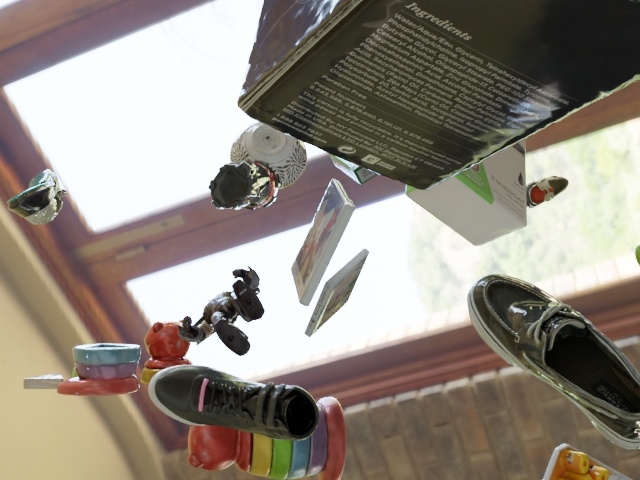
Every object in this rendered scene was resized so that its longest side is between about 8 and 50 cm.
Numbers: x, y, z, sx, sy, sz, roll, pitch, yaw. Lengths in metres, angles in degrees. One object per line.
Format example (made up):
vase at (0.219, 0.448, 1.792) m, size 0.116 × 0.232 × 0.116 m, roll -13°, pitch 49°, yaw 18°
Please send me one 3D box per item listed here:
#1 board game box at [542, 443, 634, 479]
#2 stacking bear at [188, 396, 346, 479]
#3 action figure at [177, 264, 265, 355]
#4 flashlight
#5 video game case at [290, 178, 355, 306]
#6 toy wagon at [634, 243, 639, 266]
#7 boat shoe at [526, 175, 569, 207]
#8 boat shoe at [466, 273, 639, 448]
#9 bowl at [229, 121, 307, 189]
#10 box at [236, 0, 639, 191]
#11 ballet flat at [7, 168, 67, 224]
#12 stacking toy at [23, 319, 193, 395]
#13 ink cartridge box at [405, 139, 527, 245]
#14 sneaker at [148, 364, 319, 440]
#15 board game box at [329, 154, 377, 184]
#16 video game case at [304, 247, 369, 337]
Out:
board game box at (0.428, 0.550, 1.333) m, size 0.390 × 0.050 × 0.390 m, roll 30°, pitch -104°, yaw -23°
stacking bear at (-0.109, 0.380, 1.744) m, size 0.164 × 0.289 × 0.175 m, roll 113°, pitch 154°, yaw -58°
action figure at (-0.174, 0.127, 1.689) m, size 0.099 × 0.185 × 0.285 m, roll 41°, pitch 170°, yaw -13°
flashlight at (-0.147, -0.101, 1.745) m, size 0.304 × 0.103 × 0.103 m, roll -44°, pitch -54°, yaw -80°
video game case at (0.000, 0.000, 1.682) m, size 0.023 × 0.201 × 0.183 m, roll 22°, pitch -166°, yaw -14°
toy wagon at (0.614, -0.007, 1.388) m, size 0.344 × 0.267 × 0.068 m, roll 61°, pitch 174°, yaw 25°
boat shoe at (0.441, -0.098, 1.797) m, size 0.137 × 0.043 × 0.049 m, roll -22°, pitch -81°, yaw -47°
boat shoe at (0.335, 0.139, 1.258) m, size 0.335 × 0.121 × 0.119 m, roll 40°, pitch 163°, yaw 33°
bowl at (-0.111, -0.199, 1.960) m, size 0.080 × 0.170 × 0.170 m, roll 97°, pitch 165°, yaw -66°
box at (0.171, -0.377, 1.036) m, size 0.297 × 0.472 × 0.480 m, roll 21°, pitch -113°, yaw -22°
ballet flat at (-0.459, -0.066, 1.510) m, size 0.203 × 0.074 × 0.074 m, roll -108°, pitch -4°, yaw -74°
stacking toy at (-0.433, 0.234, 1.890) m, size 0.309 × 0.279 × 0.130 m, roll 2°, pitch -93°, yaw -61°
ink cartridge box at (0.258, -0.160, 1.604) m, size 0.198 × 0.114 × 0.273 m, roll 32°, pitch -131°, yaw -32°
sneaker at (-0.132, 0.267, 1.533) m, size 0.295 × 0.147 × 0.105 m, roll 21°, pitch -113°, yaw -25°
board game box at (0.190, -0.256, 2.217) m, size 0.046 × 0.317 × 0.213 m, roll 61°, pitch 175°, yaw -21°
video game case at (0.033, 0.102, 1.794) m, size 0.157 × 0.019 × 0.143 m, roll -39°, pitch -23°, yaw -50°
